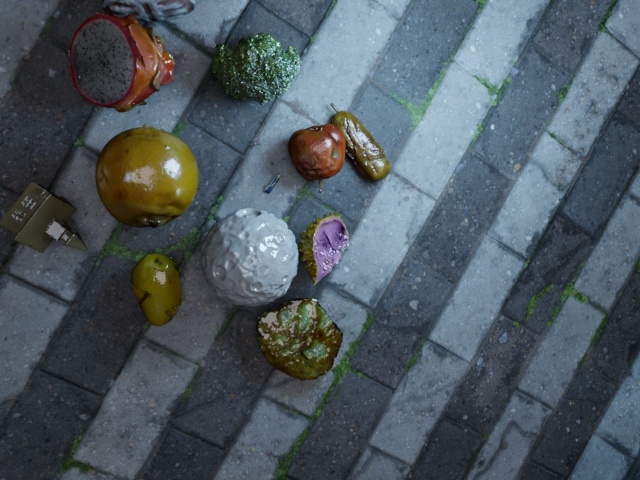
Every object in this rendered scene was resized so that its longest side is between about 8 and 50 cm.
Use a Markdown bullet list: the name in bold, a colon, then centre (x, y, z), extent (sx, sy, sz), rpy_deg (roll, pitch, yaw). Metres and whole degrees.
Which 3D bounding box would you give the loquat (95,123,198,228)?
- **loquat**: centre (-0.553, -0.200, 1.701), extent (0.328, 0.328, 0.329), rpy_deg (-2, 97, -14)

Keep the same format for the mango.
- **mango**: centre (-0.564, 0.172, 1.839), extent (0.167, 0.130, 0.262), rpy_deg (-10, 104, -7)

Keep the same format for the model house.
- **model house**: centre (-0.854, -0.043, 1.710), extent (0.248, 0.176, 0.181), rpy_deg (39, 86, -10)

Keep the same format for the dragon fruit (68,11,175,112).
- **dragon fruit**: centre (-0.613, -0.559, 1.688), extent (0.305, 0.225, 0.306), rpy_deg (6, 105, 21)

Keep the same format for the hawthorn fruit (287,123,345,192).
- **hawthorn fruit**: centre (-0.005, -0.286, 1.893), extent (0.207, 0.207, 0.244), rpy_deg (-13, 109, -12)

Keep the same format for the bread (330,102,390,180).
- **bread**: centre (0.139, -0.367, 1.971), extent (0.124, 0.084, 0.344), rpy_deg (-39, 104, -7)

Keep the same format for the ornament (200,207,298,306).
- **ornament**: centre (-0.240, 0.048, 1.791), extent (0.336, 0.337, 0.338), rpy_deg (-2, 97, -14)

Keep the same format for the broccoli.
- **broccoli**: centre (-0.218, -0.578, 1.780), extent (0.287, 0.260, 0.236), rpy_deg (19, 106, -13)

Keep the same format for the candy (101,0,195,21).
- **candy**: centre (-0.547, -0.788, 1.679), extent (0.289, 0.214, 0.157), rpy_deg (-6, 93, -4)

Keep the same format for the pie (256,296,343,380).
- **pie**: centre (-0.080, 0.368, 1.996), extent (0.288, 0.103, 0.355), rpy_deg (-41, 108, -7)

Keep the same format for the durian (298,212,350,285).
- **durian**: centre (0.001, -0.001, 1.898), extent (0.112, 0.341, 0.191), rpy_deg (-11, 113, 32)

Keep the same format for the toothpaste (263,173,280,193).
- **toothpaste**: centre (-0.175, -0.209, 1.946), extent (0.027, 0.019, 0.083), rpy_deg (36, 91, -32)
